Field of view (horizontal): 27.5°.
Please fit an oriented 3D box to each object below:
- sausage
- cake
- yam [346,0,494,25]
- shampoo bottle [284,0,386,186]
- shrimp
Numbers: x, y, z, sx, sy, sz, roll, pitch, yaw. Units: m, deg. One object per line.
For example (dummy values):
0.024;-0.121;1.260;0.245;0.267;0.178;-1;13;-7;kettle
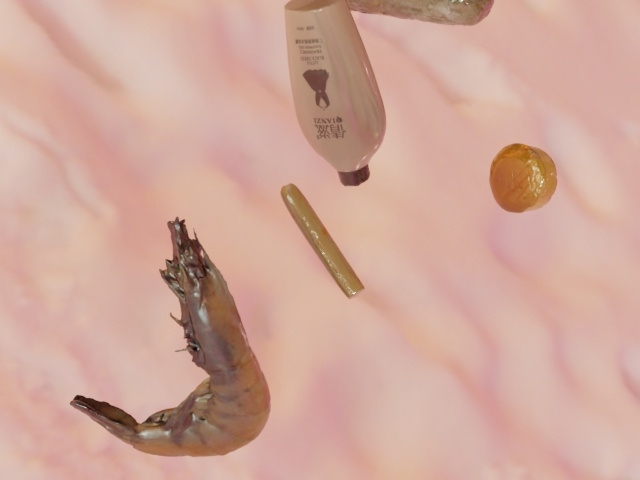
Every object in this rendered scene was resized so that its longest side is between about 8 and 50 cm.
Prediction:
0.000;0.000;1.302;0.024;0.024;0.132;-23;76;-47;sausage
0.239;-0.074;1.559;0.044;0.084;0.084;-4;56;-46;cake
0.115;-0.399;2.017;0.330;0.133;0.133;19;32;27;yam
0.019;-0.189;1.689;0.078;0.127;0.257;-53;135;-48;shampoo bottle
-0.163;0.107;1.270;0.051;0.198;0.262;-87;164;-64;shrimp
